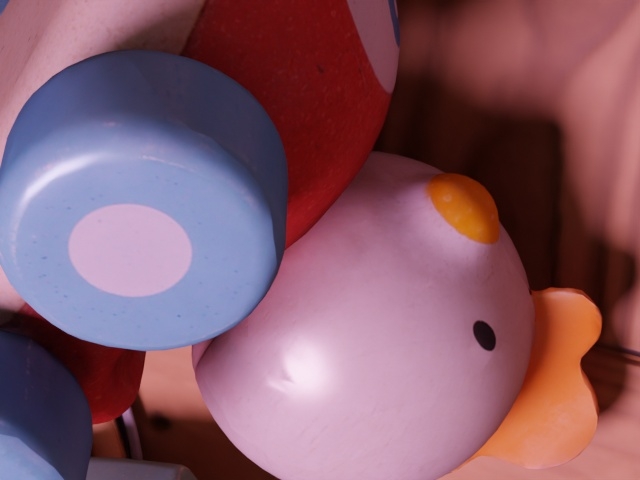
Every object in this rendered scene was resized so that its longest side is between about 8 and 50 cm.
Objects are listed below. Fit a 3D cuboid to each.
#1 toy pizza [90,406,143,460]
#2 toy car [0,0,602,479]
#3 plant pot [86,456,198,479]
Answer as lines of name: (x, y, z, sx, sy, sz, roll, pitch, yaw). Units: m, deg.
toy pizza: (-0.165, 0.079, 0.760, 0.201, 0.032, 0.201, 12, 118, 23)
toy car: (0.000, 0.000, 0.569, 0.238, 0.219, 0.210, 26, 127, -20)
plant pot: (-0.132, 0.188, 0.698, 0.234, 0.166, 0.165, -21, 121, 22)
